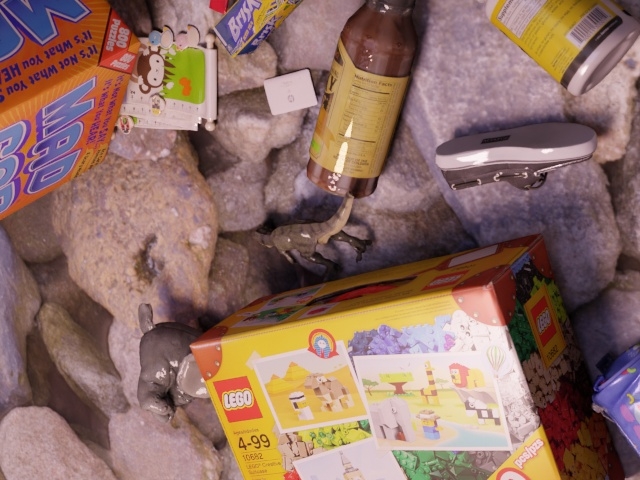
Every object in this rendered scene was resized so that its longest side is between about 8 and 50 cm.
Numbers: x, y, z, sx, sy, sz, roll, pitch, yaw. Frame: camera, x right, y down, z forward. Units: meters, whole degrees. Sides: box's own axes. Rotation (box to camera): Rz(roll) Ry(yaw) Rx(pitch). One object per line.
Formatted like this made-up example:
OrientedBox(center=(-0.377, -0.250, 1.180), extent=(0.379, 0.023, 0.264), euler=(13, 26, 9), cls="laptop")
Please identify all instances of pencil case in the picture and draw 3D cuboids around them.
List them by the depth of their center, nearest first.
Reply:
OrientedBox(center=(0.467, 0.267, 1.596), extent=(0.133, 0.119, 0.306), euler=(-36, 83, 11), cls="pencil case")

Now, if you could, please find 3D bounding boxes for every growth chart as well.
OrientedBox(center=(-0.253, -0.246, 1.961), extent=(0.237, 0.021, 0.172), euler=(1, 104, 32), cls="growth chart")

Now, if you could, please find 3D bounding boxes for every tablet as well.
OrientedBox(center=(-0.044, -0.218, 1.844), extent=(0.083, 0.006, 0.054), euler=(-10, 99, 35), cls="tablet")

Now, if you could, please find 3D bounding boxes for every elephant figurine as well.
OrientedBox(center=(-0.160, 0.206, 1.980), extent=(0.239, 0.186, 0.169), euler=(-5, 59, 23), cls="elephant figurine")

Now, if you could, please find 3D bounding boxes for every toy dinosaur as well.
OrientedBox(center=(0.000, 0.000, 1.825), extent=(0.118, 0.064, 0.268), euler=(38, 150, -23), cls="toy dinosaur")

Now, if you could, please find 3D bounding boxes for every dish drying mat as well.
OrientedBox(center=(-0.146, -0.380, 1.858), extent=(0.032, 0.008, 0.083), euler=(25, 117, 23), cls="dish drying mat")

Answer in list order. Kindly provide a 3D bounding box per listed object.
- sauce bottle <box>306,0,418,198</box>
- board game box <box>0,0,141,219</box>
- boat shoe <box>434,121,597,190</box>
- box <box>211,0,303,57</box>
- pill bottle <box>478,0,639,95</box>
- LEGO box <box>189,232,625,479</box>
OrientedBox(center=(0.069, -0.231, 1.708), extent=(0.111, 0.111, 0.344), euler=(27, 116, 23), cls="sauce bottle")
OrientedBox(center=(-0.542, -0.255, 1.867), extent=(0.356, 0.356, 0.356), euler=(51, 150, 10), cls="board game box")
OrientedBox(center=(0.260, -0.100, 1.648), extent=(0.228, 0.080, 0.076), euler=(-6, 119, 31), cls="boat shoe")
OrientedBox(center=(-0.079, -0.338, 1.800), extent=(0.169, 0.054, 0.059), euler=(-41, 81, 35), cls="box")
OrientedBox(center=(0.280, -0.287, 1.547), extent=(0.208, 0.119, 0.119), euler=(45, 123, 14), cls="pill bottle")
OrientedBox(center=(0.118, 0.237, 1.751), extent=(0.500, 0.193, 0.372), euler=(-15, 101, 35), cls="LEGO box")
